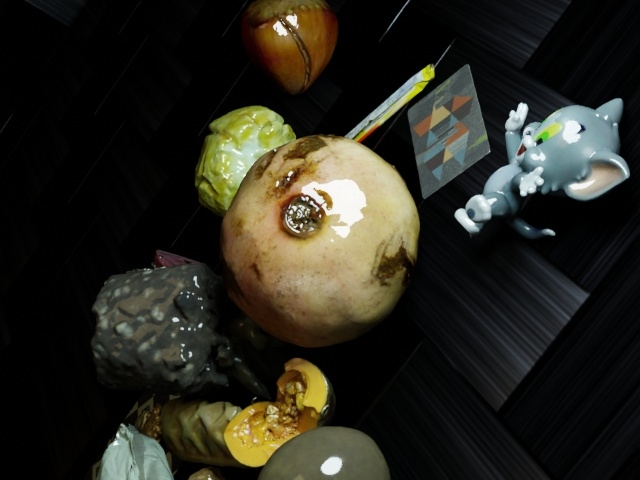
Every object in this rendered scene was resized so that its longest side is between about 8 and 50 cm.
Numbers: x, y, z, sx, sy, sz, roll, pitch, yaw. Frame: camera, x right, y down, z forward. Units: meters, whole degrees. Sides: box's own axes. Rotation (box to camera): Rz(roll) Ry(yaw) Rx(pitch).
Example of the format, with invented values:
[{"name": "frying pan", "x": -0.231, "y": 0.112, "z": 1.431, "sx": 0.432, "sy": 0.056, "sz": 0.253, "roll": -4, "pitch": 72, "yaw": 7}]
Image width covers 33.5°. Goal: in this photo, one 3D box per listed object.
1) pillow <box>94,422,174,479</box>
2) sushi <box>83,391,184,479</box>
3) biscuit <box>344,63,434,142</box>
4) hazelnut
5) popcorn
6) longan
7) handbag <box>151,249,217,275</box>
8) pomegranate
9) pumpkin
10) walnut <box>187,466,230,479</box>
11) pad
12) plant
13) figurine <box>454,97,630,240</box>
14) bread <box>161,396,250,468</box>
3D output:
[{"name": "pillow", "x": -0.293, "y": 0.484, "z": 1.705, "sx": 0.310, "sy": 0.138, "sz": 0.283, "roll": -118, "pitch": 30, "yaw": -50}, {"name": "sushi", "x": -0.352, "y": 0.394, "z": 1.971, "sx": 0.290, "sy": 0.050, "sz": 0.264, "roll": -56, "pitch": 34, "yaw": 7}, {"name": "biscuit", "x": 0.090, "y": -0.210, "z": 1.876, "sx": 0.292, "sy": 0.026, "sz": 0.048, "roll": -39, "pitch": 35, "yaw": 27}, {"name": "hazelnut", "x": -0.059, "y": -0.385, "z": 2.081, "sx": 0.208, "sy": 0.208, "sz": 0.208, "roll": -31, "pitch": 43, "yaw": 35}, {"name": "popcorn", "x": -0.141, "y": -0.145, "z": 1.993, "sx": 0.221, "sy": 0.184, "sz": 0.204, "roll": -59, "pitch": 4, "yaw": 5}, {"name": "longan", "x": -0.001, "y": 0.351, "z": 1.437, "sx": 0.212, "sy": 0.198, "sz": 0.198, "roll": -56, "pitch": 34, "yaw": 8}, {"name": "handbag", "x": -0.238, "y": 0.109, "z": 1.956, "sx": 0.225, "sy": 0.146, "sz": 0.135, "roll": 31, "pitch": 96, "yaw": 55}, {"name": "pomegranate", "x": 0.000, "y": 0.000, "z": 1.604, "sx": 0.322, "sy": 0.322, "sz": 0.322, "roll": -31, "pitch": 43, "yaw": 35}, {"name": "pumpkin", "x": -0.047, "y": 0.271, "z": 1.622, "sx": 0.183, "sy": 0.108, "sz": 0.119, "roll": -43, "pitch": 54, "yaw": 6}, {"name": "walnut", "x": -0.186, "y": 0.413, "z": 1.723, "sx": 0.096, "sy": 0.082, "sz": 0.079, "roll": -41, "pitch": 70, "yaw": 26}, {"name": "pad", "x": 0.204, "y": -0.180, "z": 1.728, "sx": 0.143, "sy": 0.003, "sz": 0.211, "roll": -37, "pitch": 40, "yaw": 30}, {"name": "plant", "x": -0.196, "y": 0.149, "z": 1.726, "sx": 0.312, "sy": 0.213, "sz": 0.215, "roll": 2, "pitch": 80, "yaw": 18}, {"name": "figurine", "x": 0.293, "y": -0.078, "z": 1.427, "sx": 0.265, "sy": 0.140, "sz": 0.193, "roll": -56, "pitch": 9, "yaw": 28}, {"name": "bread", "x": -0.184, "y": 0.322, "z": 1.738, "sx": 0.088, "sy": 0.128, "sz": 0.232, "roll": -44, "pitch": 24, "yaw": -30}]
